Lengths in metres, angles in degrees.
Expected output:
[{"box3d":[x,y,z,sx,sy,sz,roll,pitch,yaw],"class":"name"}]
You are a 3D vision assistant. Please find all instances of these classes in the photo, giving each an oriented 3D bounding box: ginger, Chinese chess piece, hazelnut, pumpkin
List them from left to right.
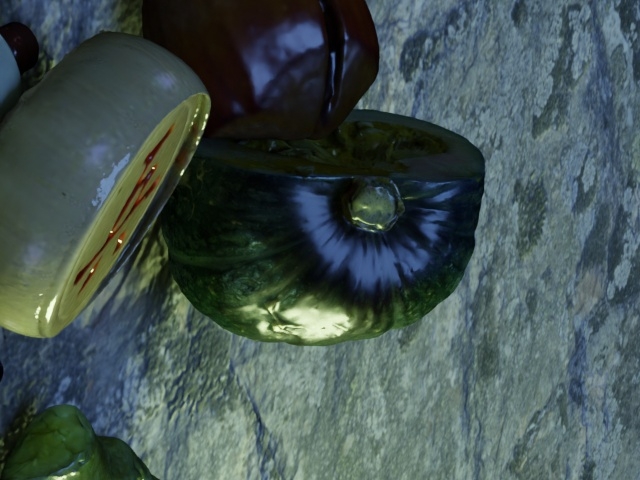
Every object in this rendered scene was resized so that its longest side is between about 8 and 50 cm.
[{"box3d":[-0.187,-0.044,1.463,0.250,0.103,0.250,-56,175,-8],"class":"Chinese chess piece"},{"box3d":[-0.195,0.246,1.668,0.290,0.089,0.137,48,37,-60],"class":"ginger"},{"box3d":[-0.054,-0.189,1.652,0.212,0.181,0.181,-17,124,-44],"class":"hazelnut"},{"box3d":[0.000,0.000,1.711,0.292,0.263,0.197,1,106,-15],"class":"pumpkin"}]

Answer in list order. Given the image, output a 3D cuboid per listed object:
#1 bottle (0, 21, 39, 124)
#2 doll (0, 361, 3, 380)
[{"box3d":[-0.295,-0.100,1.365,0.245,0.104,0.104,-38,131,-46],"class":"bottle"},{"box3d":[-0.325,0.073,1.401,0.249,0.088,0.127,51,51,-60],"class":"doll"}]
